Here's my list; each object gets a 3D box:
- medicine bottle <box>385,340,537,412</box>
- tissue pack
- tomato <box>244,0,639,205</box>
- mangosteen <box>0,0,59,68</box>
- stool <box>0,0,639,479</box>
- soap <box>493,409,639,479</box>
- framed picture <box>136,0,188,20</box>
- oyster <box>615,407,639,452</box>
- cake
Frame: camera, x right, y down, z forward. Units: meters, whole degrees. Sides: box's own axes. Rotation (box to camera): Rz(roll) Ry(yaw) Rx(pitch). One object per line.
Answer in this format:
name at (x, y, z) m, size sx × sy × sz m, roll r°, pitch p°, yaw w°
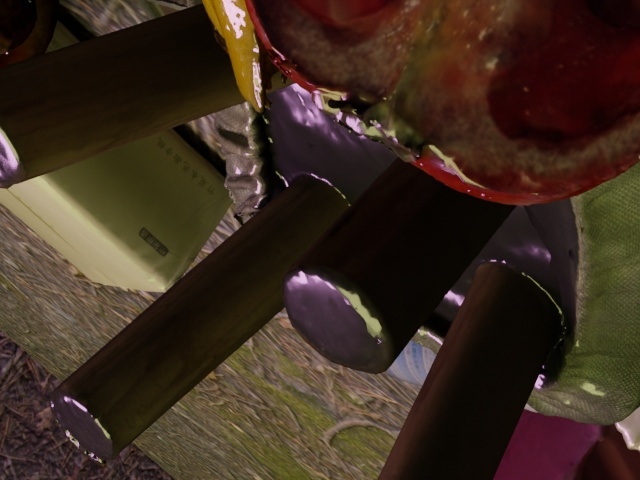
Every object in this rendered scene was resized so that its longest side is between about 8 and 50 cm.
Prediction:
medicine bottle at (0.126, 0.080, 1.080) m, size 0.203 × 0.083 × 0.083 m, roll 13°, pitch 152°, yaw 52°
tissue pack at (-0.205, -0.071, 1.229) m, size 0.234 × 0.125 × 0.159 m, roll 44°, pitch 161°, yaw -28°
tomato at (0.065, -0.108, 0.577) m, size 0.189 × 0.173 × 0.099 m, roll 32°, pitch 180°, yaw 7°
mangosteen at (-0.314, -0.147, 0.983) m, size 0.293 × 0.297 × 0.297 m, roll -4°, pitch 158°, yaw 0°
stool at (0.000, 0.000, 0.770) m, size 0.310 × 0.226 × 0.310 m, roll 25°, pitch 141°, yaw 31°
soap at (0.199, 0.270, 1.199) m, size 0.128 × 0.233 × 0.359 m, roll 23°, pitch 159°, yaw 40°
framed picture at (0.021, -0.073, 0.986) m, size 0.289 × 0.016 × 0.213 m, roll 21°, pitch 157°, yaw 38°
oyster at (0.239, 0.083, 0.868) m, size 0.354 × 0.107 × 0.201 m, roll 53°, pitch 148°, yaw -1°
cake at (-0.025, -0.134, 0.678) m, size 0.185 × 0.080 × 0.116 m, roll -132°, pitch 21°, yaw -72°
